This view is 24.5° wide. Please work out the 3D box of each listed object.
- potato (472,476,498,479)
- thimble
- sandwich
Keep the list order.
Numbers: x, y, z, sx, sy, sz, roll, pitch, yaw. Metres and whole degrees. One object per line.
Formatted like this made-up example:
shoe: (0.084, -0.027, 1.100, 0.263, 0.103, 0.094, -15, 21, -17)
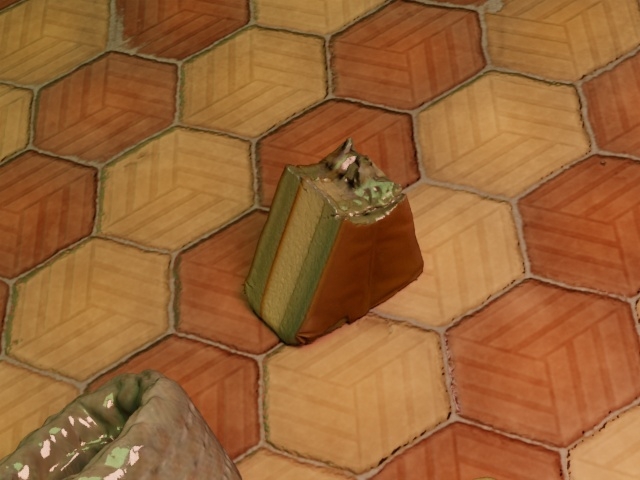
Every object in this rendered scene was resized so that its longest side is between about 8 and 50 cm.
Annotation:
potato: (0.191, 0.341, 1.751, 0.096, 0.066, 0.103, 31, 57, 19)
thimble: (-0.251, 0.308, 1.768, 0.291, 0.195, 0.291, -29, 16, 9)
sandwich: (0.000, 0.000, 2.021, 0.227, 0.198, 0.155, -34, 49, -15)
